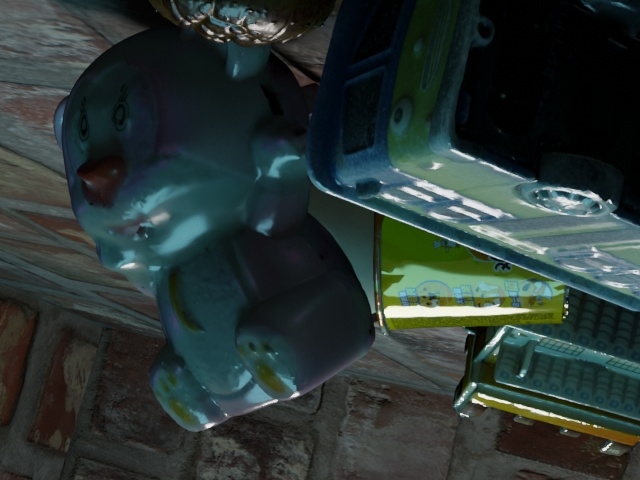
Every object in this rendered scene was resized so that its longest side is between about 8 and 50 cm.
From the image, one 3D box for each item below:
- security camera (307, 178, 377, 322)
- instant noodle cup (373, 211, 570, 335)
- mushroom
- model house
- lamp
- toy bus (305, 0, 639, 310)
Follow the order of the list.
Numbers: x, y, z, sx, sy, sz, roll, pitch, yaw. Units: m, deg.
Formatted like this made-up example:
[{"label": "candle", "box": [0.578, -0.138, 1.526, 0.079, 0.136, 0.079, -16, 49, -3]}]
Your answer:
[{"label": "security camera", "box": [0.000, 0.000, 1.299, 0.236, 0.195, 0.194, 5, 166, 20]}, {"label": "instant noodle cup", "box": [0.129, -0.014, 1.046, 0.153, 0.205, 0.205, 6, 167, 11]}, {"label": "mushroom", "box": [-0.053, -0.162, 0.812, 0.126, 0.085, 0.109, 17, 171, 17]}, {"label": "model house", "box": [0.255, 0.068, 1.230, 0.224, 0.198, 0.215, 17, 150, -5]}, {"label": "lamp", "box": [-0.066, -0.031, 1.038, 0.247, 0.301, 0.247, -28, -178, -43]}, {"label": "toy bus", "box": [0.169, -0.064, 0.836, 0.312, 0.152, 0.190, 20, 167, -28]}]
